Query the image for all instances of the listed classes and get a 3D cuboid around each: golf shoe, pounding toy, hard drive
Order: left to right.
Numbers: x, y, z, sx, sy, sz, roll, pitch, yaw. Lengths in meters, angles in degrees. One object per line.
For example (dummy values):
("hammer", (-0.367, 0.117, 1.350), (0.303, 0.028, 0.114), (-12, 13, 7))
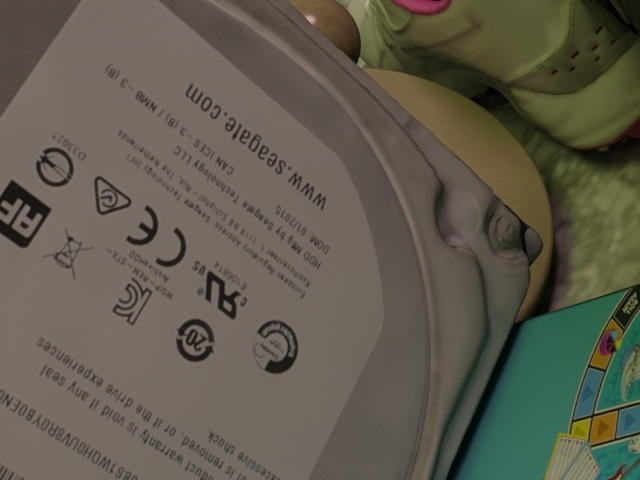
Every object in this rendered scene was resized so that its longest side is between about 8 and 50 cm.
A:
("hard drive", (-0.085, 0.073, 0.334), (0.064, 0.237, 0.339), (-7, 49, 56))
("pounding toy", (0.000, 0.000, 0.599), (0.183, 0.110, 0.237), (-29, 60, -19))
("golf shoe", (0.075, -0.140, 0.640), (0.115, 0.140, 0.306), (-55, 25, -3))

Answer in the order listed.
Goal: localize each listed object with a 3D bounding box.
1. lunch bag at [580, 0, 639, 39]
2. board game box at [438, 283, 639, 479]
("lunch bag", (0.205, -0.158, 0.347), (0.305, 0.213, 0.256), (-31, -3, 17))
("board game box", (0.121, 0.120, 0.305), (0.336, 0.079, 0.254), (-23, 37, 43))
